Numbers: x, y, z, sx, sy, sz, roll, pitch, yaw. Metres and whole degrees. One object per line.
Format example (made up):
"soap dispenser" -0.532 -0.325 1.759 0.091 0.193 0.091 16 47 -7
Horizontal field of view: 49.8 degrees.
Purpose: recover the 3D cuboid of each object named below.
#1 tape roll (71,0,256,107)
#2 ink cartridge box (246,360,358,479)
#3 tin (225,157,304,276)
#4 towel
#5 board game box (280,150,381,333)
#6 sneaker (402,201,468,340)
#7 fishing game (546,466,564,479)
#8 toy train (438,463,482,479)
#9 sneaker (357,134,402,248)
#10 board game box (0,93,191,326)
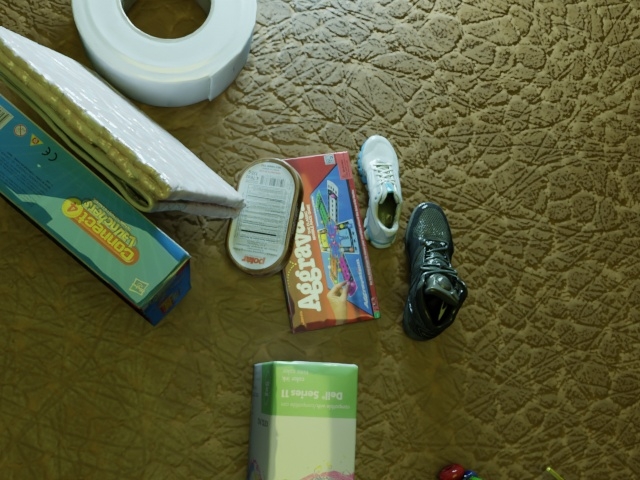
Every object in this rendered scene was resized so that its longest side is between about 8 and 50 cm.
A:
"tape roll" -0.246 -0.362 1.106 0.286 0.100 0.286 2 78 -11
"ink cartridge box" -0.036 0.348 0.944 0.119 0.207 0.353 5 77 -12
"tin" -0.089 -0.038 1.082 0.106 0.040 0.189 9 83 13
"towel" -0.272 -0.146 0.937 0.332 0.317 0.053 41 97 7
"board game box" 0.000 0.000 1.117 0.145 0.027 0.281 -9 81 -11
"sneaker" 0.185 0.041 1.092 0.087 0.130 0.227 11 75 -10
"fishing game" 0.328 0.492 1.064 0.189 0.041 0.264 37 70 -15
"toy train" 0.156 0.430 0.998 0.248 0.143 0.105 -27 84 -15
"sneaker" 0.107 -0.087 1.127 0.071 0.083 0.190 -3 78 -10
"board game box" -0.316 -0.023 0.918 0.308 0.302 0.086 40 75 0
